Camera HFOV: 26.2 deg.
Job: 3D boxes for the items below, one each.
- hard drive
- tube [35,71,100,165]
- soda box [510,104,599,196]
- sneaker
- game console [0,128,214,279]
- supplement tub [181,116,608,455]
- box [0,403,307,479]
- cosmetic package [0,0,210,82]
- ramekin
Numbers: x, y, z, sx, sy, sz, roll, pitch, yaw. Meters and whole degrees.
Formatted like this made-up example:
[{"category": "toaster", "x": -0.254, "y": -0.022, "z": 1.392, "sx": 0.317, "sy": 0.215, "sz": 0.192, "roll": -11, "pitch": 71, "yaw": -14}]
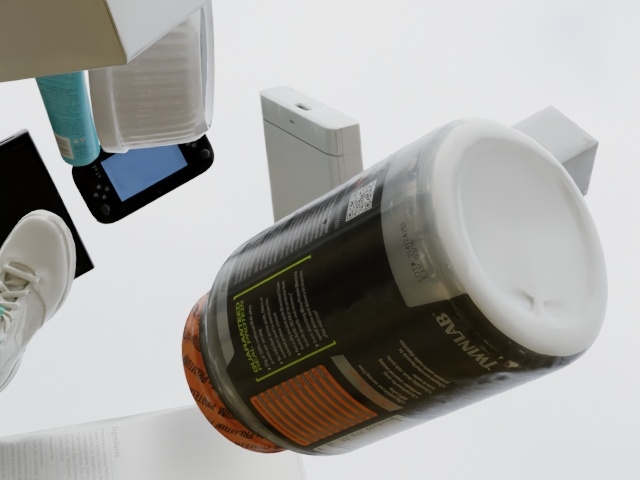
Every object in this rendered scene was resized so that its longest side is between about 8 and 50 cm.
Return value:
[{"category": "hard drive", "x": 0.000, "y": 0.000, "z": 1.736, "sx": 0.233, "sy": 0.047, "sz": 0.353, "roll": -146, "pitch": -135, "yaw": -60}, {"category": "tube", "x": -0.319, "y": -0.176, "z": 1.720, "sx": 0.080, "sy": 0.052, "sz": 0.207, "roll": 7, "pitch": -35, "yaw": 7}, {"category": "soda box", "x": 0.156, "y": -0.043, "z": 1.285, "sx": 0.069, "sy": 0.216, "sz": 0.074, "roll": 44, "pitch": -31, "yaw": 32}, {"category": "sneaker", "x": -0.312, "y": 0.072, "z": 1.365, "sx": 0.080, "sy": 0.094, "sz": 0.212, "roll": 26, "pitch": -81, "yaw": 7}, {"category": "game console", "x": -0.316, "y": -0.080, "z": 1.883, "sx": 0.044, "sy": 0.361, "sz": 0.213, "roll": 15, "pitch": -47, "yaw": 60}, {"category": "supplement tub", "x": 0.044, "y": 0.051, "z": 1.056, "sx": 0.193, "sy": 0.193, "sz": 0.316, "roll": 46, "pitch": -45, "yaw": -17}, {"category": "box", "x": -0.185, "y": 0.312, "z": 1.437, "sx": 0.345, "sy": 0.168, "sz": 0.215, "roll": -9, "pitch": -49, "yaw": -7}, {"category": "cosmetic package", "x": -0.201, "y": -0.224, "z": 1.062, "sx": 0.224, "sy": 0.224, "sz": 0.138, "roll": -3, "pitch": -63, "yaw": 30}, {"category": "ramekin", "x": -0.169, "y": -0.193, "z": 1.417, "sx": 0.109, "sy": 0.207, "sz": 0.207, "roll": 0, "pitch": -45, "yaw": 1}]
